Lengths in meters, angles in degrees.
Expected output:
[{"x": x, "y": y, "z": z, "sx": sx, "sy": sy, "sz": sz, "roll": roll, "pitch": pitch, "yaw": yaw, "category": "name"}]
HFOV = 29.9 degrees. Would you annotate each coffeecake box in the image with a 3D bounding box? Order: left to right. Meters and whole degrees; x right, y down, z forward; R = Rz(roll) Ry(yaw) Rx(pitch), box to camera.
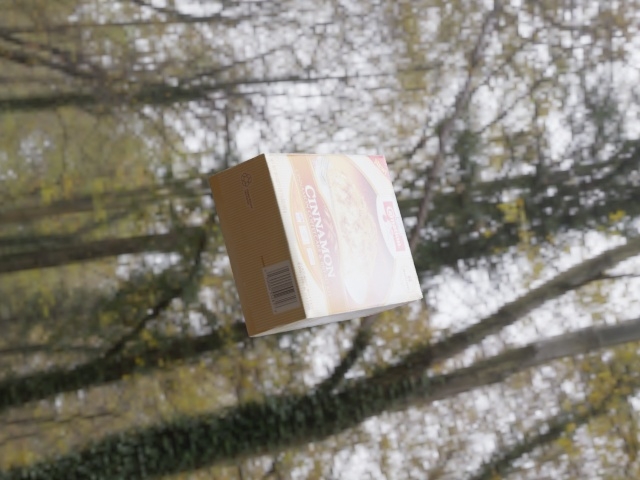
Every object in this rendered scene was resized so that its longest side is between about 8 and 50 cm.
[{"x": 0.000, "y": 0.000, "z": 1.061, "sx": 0.068, "sy": 0.185, "sz": 0.142, "roll": -20, "pitch": -99, "yaw": 34, "category": "coffeecake box"}]
